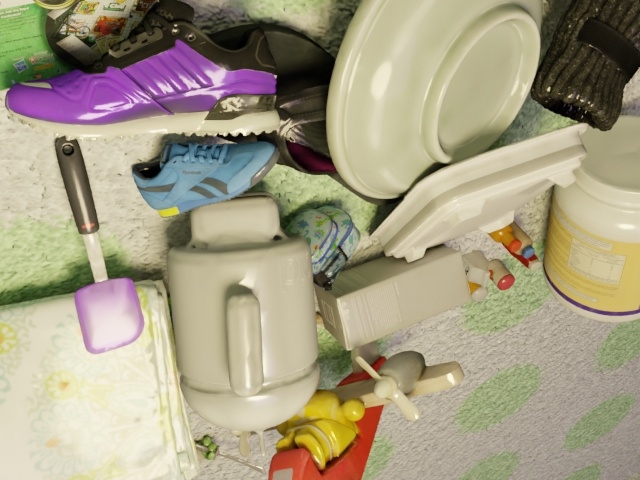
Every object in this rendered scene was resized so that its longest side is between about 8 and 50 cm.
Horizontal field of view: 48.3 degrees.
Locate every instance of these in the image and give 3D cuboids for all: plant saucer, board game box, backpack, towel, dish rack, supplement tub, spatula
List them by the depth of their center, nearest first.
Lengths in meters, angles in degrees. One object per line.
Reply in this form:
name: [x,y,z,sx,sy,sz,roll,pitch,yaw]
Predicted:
board game box: [-0.278,-0.241,0.760,0.259,0.030,0.136,-17,138,-18]
spatula: [-0.292,0.008,0.919,0.084,0.030,0.297,-15,116,-19]
plant saucer: [0.184,-0.214,0.941,0.400,0.100,0.401,-30,141,-28]
towel: [-0.373,0.237,0.994,0.374,0.090,0.321,-10,98,-19]
backpack: [0.000,0.000,1.098,0.114,0.105,0.084,-50,138,-16]
dish rack: [0.243,-0.056,1.106,0.285,0.072,0.333,-20,169,-17]
supplement tub: [0.542,-0.035,1.304,0.241,0.241,0.331,-23,138,-12]

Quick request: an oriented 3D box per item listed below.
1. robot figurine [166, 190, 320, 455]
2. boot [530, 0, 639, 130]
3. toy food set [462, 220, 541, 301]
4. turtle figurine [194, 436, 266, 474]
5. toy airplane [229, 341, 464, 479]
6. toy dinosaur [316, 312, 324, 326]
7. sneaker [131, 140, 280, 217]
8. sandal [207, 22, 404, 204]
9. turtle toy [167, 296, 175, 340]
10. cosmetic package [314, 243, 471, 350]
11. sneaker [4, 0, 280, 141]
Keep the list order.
robot figurine: [-0.105,0.112,1.000,0.199,0.300,0.354,-4,100,-1]
boot: [0.467,-0.281,1.049,0.347,0.131,0.260,11,96,-28]
toy food set: [0.345,0.044,1.357,0.111,0.104,0.232,-16,135,-19]
turtle figurine: [-0.241,0.444,1.306,0.198,0.274,0.266,-58,141,-25]
toy airplane: [0.024,0.281,1.250,0.386,0.384,0.272,-40,108,-6]
toy dinosaur: [-0.075,0.158,1.257,0.183,0.053,0.093,1,114,-42]
sneaker: [-0.151,-0.092,0.897,0.209,0.069,0.082,-15,125,29]
sandal: [0.013,-0.151,0.965,0.445,0.107,0.168,19,116,-41]
turtle toy: [-0.238,0.145,1.118,0.095,0.066,0.130,-25,138,-10]
cosmetic package: [0.122,0.087,1.225,0.237,0.127,0.107,-16,105,-14]
sneaker: [-0.189,-0.190,0.779,0.293,0.102,0.146,-4,110,-16]
